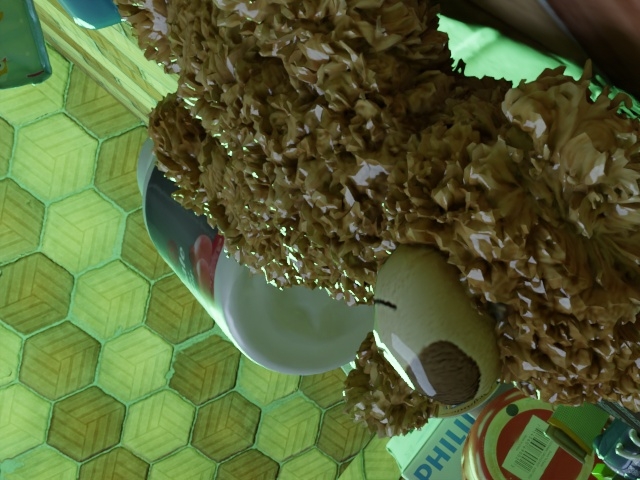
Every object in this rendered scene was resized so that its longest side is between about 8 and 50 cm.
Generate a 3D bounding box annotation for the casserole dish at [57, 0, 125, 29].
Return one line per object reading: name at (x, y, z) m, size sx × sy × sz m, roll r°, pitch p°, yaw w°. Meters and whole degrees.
casserole dish at (-0.211, -0.228, 0.885) m, size 0.114 × 0.037 × 0.188 m, roll 55°, pitch -179°, yaw 37°

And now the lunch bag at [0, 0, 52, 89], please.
lunch bag at (-0.403, -0.299, 1.246) m, size 0.223 × 0.160 × 0.262 m, roll 36°, pitch 142°, yaw 52°

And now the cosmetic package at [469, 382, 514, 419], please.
cosmetic package at (0.178, 0.153, 1.562) m, size 0.239 × 0.099 × 0.060 m, roll 42°, pitch 175°, yaw -36°

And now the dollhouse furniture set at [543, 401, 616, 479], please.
dollhouse furniture set at (0.307, 0.209, 1.206) m, size 0.152 × 0.076 × 0.058 m, roll 38°, pitch 164°, yaw -17°

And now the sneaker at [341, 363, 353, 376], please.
sneaker at (0.052, 0.078, 1.689) m, size 0.236 × 0.130 × 0.322 m, roll -91°, pitch -24°, yaw -68°

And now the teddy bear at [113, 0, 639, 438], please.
teddy bear at (0.006, -0.026, 0.504) m, size 0.338 × 0.113 × 0.245 m, roll 46°, pitch 144°, yaw 31°

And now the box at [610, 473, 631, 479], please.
box at (0.365, 0.274, 0.851) m, size 0.191 × 0.143 × 0.381 m, roll 39°, pitch 175°, yaw -15°

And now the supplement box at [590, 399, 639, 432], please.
supplement box at (0.127, 0.027, 0.644) m, size 0.130 × 0.073 × 0.239 m, roll 41°, pitch 177°, yaw -22°

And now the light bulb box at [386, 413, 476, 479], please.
light bulb box at (0.315, 0.365, 1.842) m, size 0.361 × 0.225 × 0.358 m, roll 38°, pitch 177°, yaw 2°

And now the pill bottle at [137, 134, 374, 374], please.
pill bottle at (-0.062, -0.021, 1.089) m, size 0.176 × 0.176 × 0.318 m, roll 41°, pitch 180°, yaw -33°

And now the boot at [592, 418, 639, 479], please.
boot at (0.216, 0.113, 0.703) m, size 0.069 × 0.086 × 0.190 m, roll 39°, pitch 177°, yaw 9°

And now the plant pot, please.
plant pot at (0.273, 0.278, 1.480) m, size 0.191 × 0.191 × 0.174 m, roll 38°, pitch 171°, yaw 15°

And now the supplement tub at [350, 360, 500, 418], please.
supplement tub at (0.107, 0.095, 1.152) m, size 0.144 × 0.144 × 0.199 m, roll 37°, pitch 177°, yaw 24°
